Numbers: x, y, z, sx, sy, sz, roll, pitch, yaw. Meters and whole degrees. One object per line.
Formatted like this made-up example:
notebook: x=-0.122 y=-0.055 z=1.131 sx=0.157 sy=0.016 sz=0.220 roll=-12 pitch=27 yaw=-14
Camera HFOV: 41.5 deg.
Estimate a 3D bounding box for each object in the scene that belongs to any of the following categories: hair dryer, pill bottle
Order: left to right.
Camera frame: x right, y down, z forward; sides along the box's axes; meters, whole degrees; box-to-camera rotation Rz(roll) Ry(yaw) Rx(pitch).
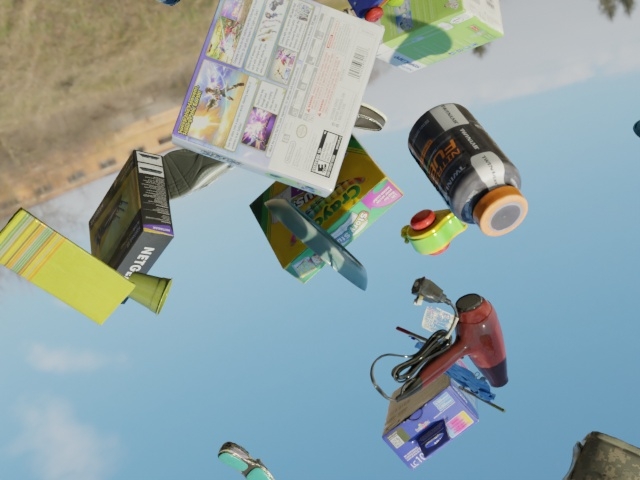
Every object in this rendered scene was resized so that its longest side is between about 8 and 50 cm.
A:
hair dryer: x=0.230 y=0.195 z=1.512 sx=0.293 sy=0.223 sz=0.080 roll=22 pitch=-172 yaw=-27
pill bottle: x=0.254 y=-0.116 z=1.433 sx=0.130 sy=0.130 sz=0.245 roll=-21 pitch=-133 yaw=-7

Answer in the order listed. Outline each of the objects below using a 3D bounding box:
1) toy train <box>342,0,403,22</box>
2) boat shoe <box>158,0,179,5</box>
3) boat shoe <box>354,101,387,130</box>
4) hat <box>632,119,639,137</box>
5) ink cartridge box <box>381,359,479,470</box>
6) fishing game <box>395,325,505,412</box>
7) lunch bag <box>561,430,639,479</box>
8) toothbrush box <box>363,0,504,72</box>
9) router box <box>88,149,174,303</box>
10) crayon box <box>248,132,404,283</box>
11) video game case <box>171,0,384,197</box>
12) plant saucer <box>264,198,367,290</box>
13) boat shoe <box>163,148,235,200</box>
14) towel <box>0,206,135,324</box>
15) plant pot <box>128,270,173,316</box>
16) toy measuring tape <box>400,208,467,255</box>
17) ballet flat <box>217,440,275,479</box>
toy train: x=0.118 y=-0.506 z=1.766 sx=0.143 sy=0.105 sz=0.248 roll=-21 pitch=169 yaw=-48
boat shoe: x=-0.186 y=-0.489 z=1.398 sx=0.095 sy=0.079 sz=0.254 roll=21 pitch=-100 yaw=40
boat shoe: x=0.048 y=-0.302 z=2.031 sx=0.228 sy=0.068 sz=0.081 roll=18 pitch=155 yaw=-6
hat: x=0.618 y=-0.095 z=1.468 sx=0.208 sy=0.183 sz=0.173 roll=22 pitch=173 yaw=-33
ink cartridge box: x=0.339 y=0.524 z=2.592 sx=0.270 sy=0.151 sz=0.395 roll=-41 pitch=-178 yaw=15
fishing game: x=0.271 y=0.251 z=1.674 sx=0.041 sy=0.264 sz=0.189 roll=-53 pitch=-150 yaw=-12
lunch bag: x=0.492 y=0.461 z=1.305 sx=0.235 sy=0.287 sz=0.169 roll=-54 pitch=168 yaw=-32
toothbrush box: x=0.271 y=-0.532 z=2.064 sx=0.283 sy=0.122 sz=0.206 roll=-17 pitch=164 yaw=37
router box: x=-0.464 y=-0.028 z=2.040 sx=0.081 sy=0.243 sz=0.309 roll=10 pitch=139 yaw=-34
crayon box: x=0.006 y=-0.109 z=2.309 sx=0.363 sy=0.106 sz=0.313 roll=-42 pitch=-140 yaw=9
video game case: x=-0.061 y=-0.229 z=1.247 sx=0.244 sy=0.269 sz=0.061 roll=19 pitch=170 yaw=-8
plant saucer: x=0.000 y=0.000 z=2.002 sx=0.043 sy=0.317 sz=0.317 roll=-49 pitch=-167 yaw=3
boat shoe: x=-0.287 y=-0.188 z=2.077 sx=0.320 sy=0.118 sz=0.103 roll=-30 pitch=167 yaw=24
towel: x=-0.437 y=0.047 z=1.427 sx=0.102 sy=0.237 sz=0.021 roll=-46 pitch=-151 yaw=9
plant pot: x=-0.346 y=0.099 z=1.678 sx=0.079 sy=0.083 sz=0.083 roll=21 pitch=-166 yaw=-4
toy measuring tape: x=0.322 y=-0.024 z=2.115 sx=0.330 sy=0.121 sz=0.121 roll=-7 pitch=-162 yaw=47
ballet flat: x=-0.109 y=0.347 z=1.308 sx=0.041 sy=0.114 sz=0.041 roll=-43 pitch=-162 yaw=18
